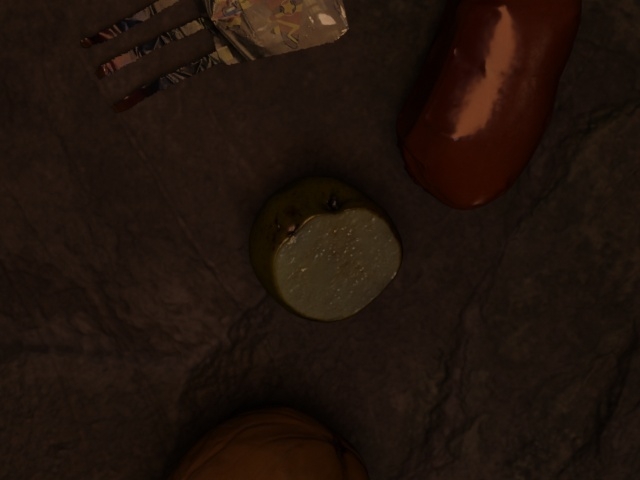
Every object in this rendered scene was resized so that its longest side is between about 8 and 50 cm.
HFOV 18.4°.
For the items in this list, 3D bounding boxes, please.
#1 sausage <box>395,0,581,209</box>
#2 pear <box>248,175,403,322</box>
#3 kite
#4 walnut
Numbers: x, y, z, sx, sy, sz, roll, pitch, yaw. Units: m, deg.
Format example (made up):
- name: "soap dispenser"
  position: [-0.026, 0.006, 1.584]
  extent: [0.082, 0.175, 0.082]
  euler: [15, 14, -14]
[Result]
- name: "sausage"
  position: [0.156, -0.153, 1.797]
  extent: [0.133, 0.133, 0.258]
  euler: [19, 98, -7]
- name: "pear"
  position: [0.000, 0.000, 1.836]
  extent: [0.141, 0.104, 0.141]
  euler: [-9, 125, -13]
- name: "kite"
  position: [-0.098, -0.205, 1.824]
  extent: [0.245, 0.015, 0.141]
  euler: [-27, 102, 0]
- name: "walnut"
  position: [-0.056, 0.265, 1.850]
  extent: [0.195, 0.195, 0.222]
  euler: [42, 94, -11]
